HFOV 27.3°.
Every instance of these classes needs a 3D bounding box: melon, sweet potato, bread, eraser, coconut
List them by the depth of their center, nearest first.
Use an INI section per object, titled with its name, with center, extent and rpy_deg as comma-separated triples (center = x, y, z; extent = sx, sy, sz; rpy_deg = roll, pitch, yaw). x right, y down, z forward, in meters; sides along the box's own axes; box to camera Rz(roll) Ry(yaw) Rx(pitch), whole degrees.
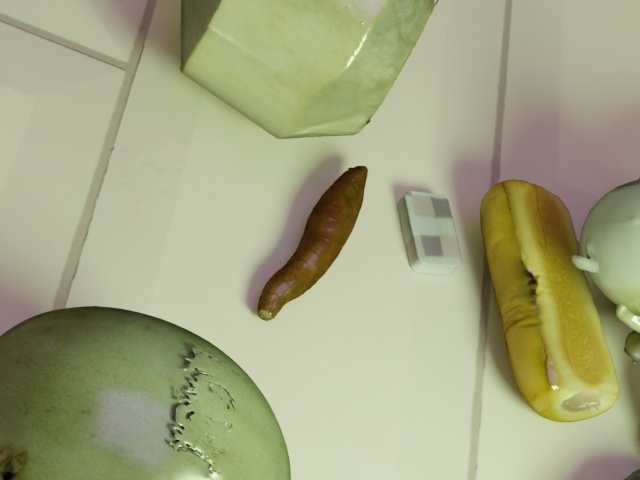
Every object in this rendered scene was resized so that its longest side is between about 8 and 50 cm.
[melon]
center = -0.172, 0.202, 1.191
extent = 0.330, 0.268, 0.268
rpy_deg = 34, 50, -14
[sweet potato]
center = 0.001, 0.000, 1.547
extent = 0.057, 0.057, 0.265
rpy_deg = 34, 52, -4
[coconut]
center = -0.032, -0.279, 1.564
extent = 0.323, 0.323, 0.323
rpy_deg = 13, 55, -20
[bread]
center = 0.270, 0.074, 1.613
extent = 0.142, 0.091, 0.305
rpy_deg = 17, 52, -38
[eraser]
center = 0.136, -0.009, 1.640
extent = 0.065, 0.026, 0.105
rpy_deg = 4, 58, -22

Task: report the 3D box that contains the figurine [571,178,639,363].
[figurine]
center = 0.427, 0.114, 1.600
extent = 0.226, 0.274, 0.394
rpy_deg = -18, 97, -11

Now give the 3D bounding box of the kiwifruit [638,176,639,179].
[kiwifruit]
center = 0.512, -0.021, 1.739
extent = 0.196, 0.196, 0.234
rpy_deg = 7, 51, -24

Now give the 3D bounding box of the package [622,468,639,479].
[package]
center = 0.393, 0.319, 1.417
extent = 0.223, 0.288, 0.108
rpy_deg = -24, 107, -37
